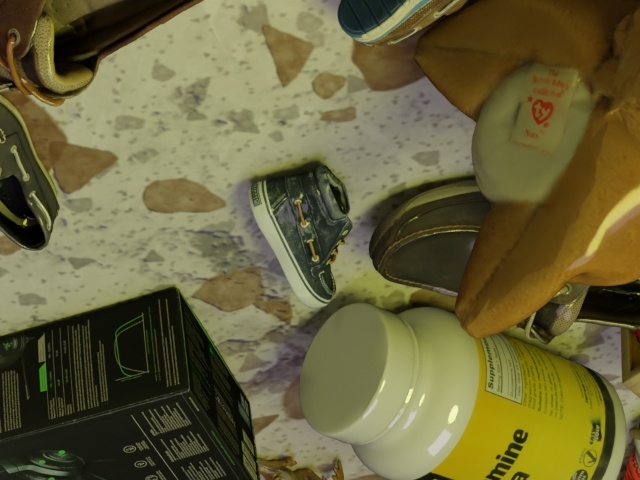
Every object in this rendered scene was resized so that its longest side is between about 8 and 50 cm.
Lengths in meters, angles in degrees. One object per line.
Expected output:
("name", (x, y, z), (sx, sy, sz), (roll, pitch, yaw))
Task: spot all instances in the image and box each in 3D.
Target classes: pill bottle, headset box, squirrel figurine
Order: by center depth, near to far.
("squirrel figurine", (0.333, -0.089, 1.684), (0.370, 0.281, 0.397), (12, 146, -43))
("headset box", (-0.235, 0.201, 2.051), (0.283, 0.131, 0.246), (-17, 142, 9))
("pill bottle", (0.149, 0.181, 2.064), (0.334, 0.188, 0.188), (22, 132, -34))

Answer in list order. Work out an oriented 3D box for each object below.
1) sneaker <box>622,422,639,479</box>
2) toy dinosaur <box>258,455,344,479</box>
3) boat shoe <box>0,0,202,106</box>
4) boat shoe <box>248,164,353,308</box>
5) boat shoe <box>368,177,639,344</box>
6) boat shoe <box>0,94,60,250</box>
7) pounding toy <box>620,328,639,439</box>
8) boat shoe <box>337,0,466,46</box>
("sneaker", (0.392, 0.313, 2.366), (0.145, 0.090, 0.270), (-25, 142, 15))
("toy dinosaur", (-0.028, 0.294, 2.288), (0.112, 0.064, 0.211), (-9, 137, 28))
("boat shoe", (-0.227, -0.176, 1.580), (0.342, 0.123, 0.123), (-21, 141, 14))
("boat shoe", (0.000, 0.000, 1.900), (0.083, 0.065, 0.183), (-17, 141, 11))
("boat shoe", (0.227, 0.025, 1.929), (0.355, 0.130, 0.132), (1, 141, -14))
("boat shoe", (-0.292, -0.065, 1.754), (0.075, 0.065, 0.206), (-18, 141, 10))
("pounding toy", (0.363, 0.135, 2.030), (0.094, 0.206, 0.181), (38, 124, -22))
("boat shoe", (0.101, -0.227, 1.646), (0.183, 0.066, 0.066), (-30, 158, 17))
